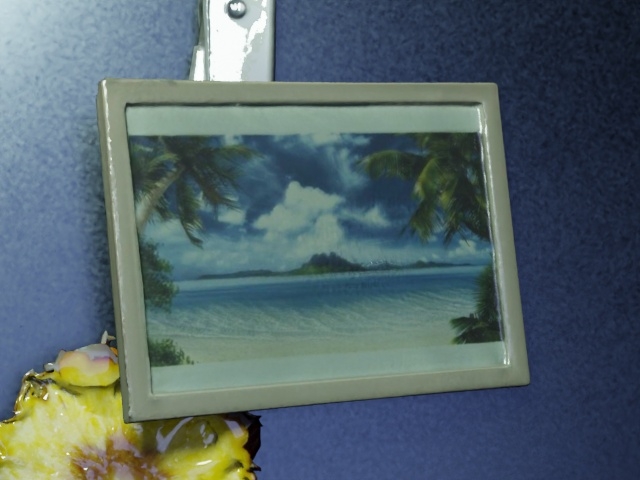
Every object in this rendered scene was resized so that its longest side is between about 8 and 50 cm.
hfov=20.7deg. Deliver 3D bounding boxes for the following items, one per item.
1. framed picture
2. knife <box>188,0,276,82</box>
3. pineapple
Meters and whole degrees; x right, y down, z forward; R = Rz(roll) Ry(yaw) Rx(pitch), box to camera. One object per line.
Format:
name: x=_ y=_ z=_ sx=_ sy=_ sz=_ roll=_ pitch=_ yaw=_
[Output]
framed picture: x=0.000 y=0.000 z=1.228 sx=0.315 sy=0.024 sz=0.232 roll=-3 pitch=83 yaw=-26
knife: x=-0.068 y=-0.063 z=1.250 sx=0.073 sy=0.040 sz=0.265 roll=5 pitch=84 yaw=-11
pineapple: x=-0.138 y=0.169 z=1.199 sx=0.225 sy=0.076 sz=0.224 roll=1 pitch=85 yaw=-16
